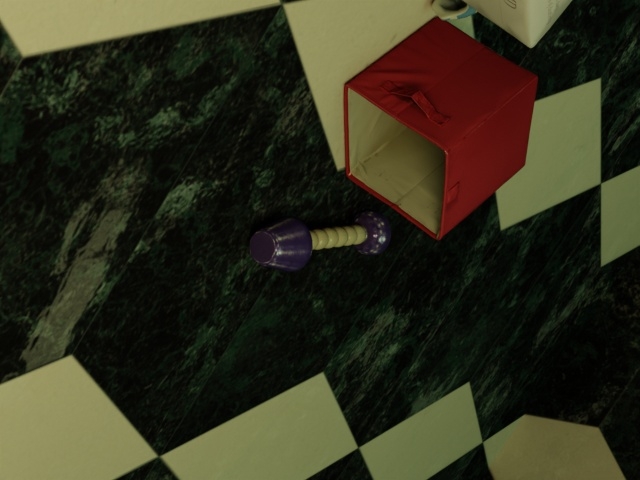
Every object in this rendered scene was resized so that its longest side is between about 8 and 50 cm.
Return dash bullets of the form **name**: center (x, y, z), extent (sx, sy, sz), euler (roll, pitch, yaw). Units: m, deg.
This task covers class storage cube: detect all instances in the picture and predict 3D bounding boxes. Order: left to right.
- **storage cube**: center (0.164, -0.156, 1.794), extent (0.193, 0.184, 0.215), euler (-39, 150, -26)

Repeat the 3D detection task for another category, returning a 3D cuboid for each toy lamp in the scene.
- **toy lamp**: center (0.000, 0.000, 1.840), extent (0.275, 0.080, 0.080), euler (-6, 127, -54)

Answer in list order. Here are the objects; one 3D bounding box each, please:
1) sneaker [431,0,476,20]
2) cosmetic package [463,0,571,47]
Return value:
- **sneaker**: center (0.187, -0.363, 1.673), extent (0.086, 0.085, 0.237), euler (-36, 158, -16)
- **cosmetic package**: center (0.084, -0.367, 1.172), extent (0.156, 0.385, 0.217), euler (-49, 162, -5)
